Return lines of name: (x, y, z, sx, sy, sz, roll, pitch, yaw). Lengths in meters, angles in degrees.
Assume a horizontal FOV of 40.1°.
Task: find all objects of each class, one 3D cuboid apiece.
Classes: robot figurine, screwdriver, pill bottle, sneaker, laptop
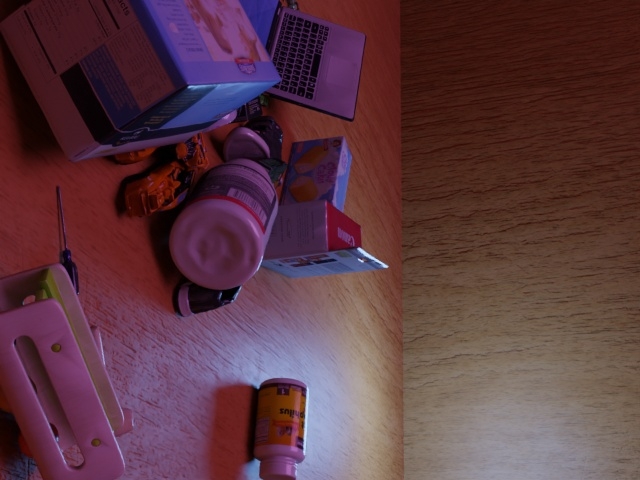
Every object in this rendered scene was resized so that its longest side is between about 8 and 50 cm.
robot figurine: (-0.282, -0.152, 1.589, 0.291, 0.085, 0.211, -56, 137, -65)
screwdriver: (-0.384, 0.001, 1.322, 0.025, 0.024, 0.170, 134, -53, -73)
pill bottle: (-0.177, -0.049, 1.716, 0.318, 0.176, 0.176, -79, 157, -65)
sneaker: (-0.198, 0.084, 1.744, 0.234, 0.106, 0.078, -55, 137, -65)
pill bottle: (-0.088, 0.425, 1.963, 0.117, 0.117, 0.215, 57, 31, -56)
sneaker: (-0.156, -0.235, 2.022, 0.296, 0.104, 0.147, 54, 32, -70)
laptop: (-0.054, -0.565, 2.260, 0.236, 0.407, 0.382, 116, -12, -48)

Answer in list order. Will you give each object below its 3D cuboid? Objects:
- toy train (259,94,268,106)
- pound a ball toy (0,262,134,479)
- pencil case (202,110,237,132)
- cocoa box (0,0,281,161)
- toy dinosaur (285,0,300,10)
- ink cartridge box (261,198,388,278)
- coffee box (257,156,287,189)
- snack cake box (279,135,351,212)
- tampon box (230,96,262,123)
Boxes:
toy train: (-0.152, -0.354, 2.212, 0.083, 0.017, 0.024, 7, 88, -73)
pound a ball toy: (-0.361, 0.192, 1.190, 0.208, 0.135, 0.319, -121, -165, -65)
pencil case: (-0.252, -0.344, 1.705, 0.124, 0.113, 0.273, 42, -28, 58)
cocoa box: (-0.257, -0.284, 1.339, 0.232, 0.227, 0.347, 62, 22, -1)
toy dinosaur: (-0.084, -0.716, 2.536, 0.093, 0.053, 0.183, -97, -179, -63)
ink cartridge box: (0.000, 0.000, 2.143, 0.309, 0.271, 0.130, 31, 55, -70)
coffee box: (-0.143, -0.093, 1.942, 0.184, 0.040, 0.113, -63, 170, 16)
snack cake box: (-0.010, -0.159, 2.373, 0.264, 0.152, 0.089, -80, 157, -43)
tampon box: (-0.205, -0.328, 1.845, 0.101, 0.120, 0.161, -46, 128, -69)
